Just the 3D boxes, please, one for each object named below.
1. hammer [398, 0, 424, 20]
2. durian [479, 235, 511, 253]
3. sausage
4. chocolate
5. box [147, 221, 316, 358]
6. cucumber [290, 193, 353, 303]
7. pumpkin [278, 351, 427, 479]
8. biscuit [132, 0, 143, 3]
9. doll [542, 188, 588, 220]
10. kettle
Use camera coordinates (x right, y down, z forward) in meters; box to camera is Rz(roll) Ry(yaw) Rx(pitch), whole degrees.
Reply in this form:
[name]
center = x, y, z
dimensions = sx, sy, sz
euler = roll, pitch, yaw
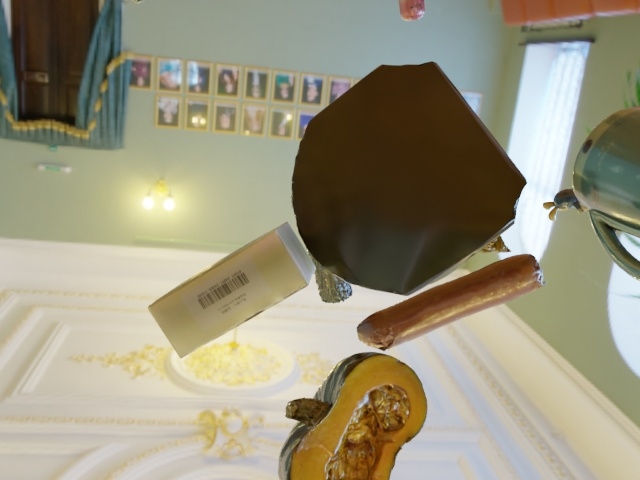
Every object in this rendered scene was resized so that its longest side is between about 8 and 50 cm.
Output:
[hammer]
center = 0.136, -0.377, 0.960
dimensions = 0.043, 0.083, 0.043
euler = -7, -162, 2
[durian]
center = 0.339, -0.063, 1.617
dimensions = 0.196, 0.185, 0.305
euler = -17, -123, -44
[sausage]
center = 0.272, 0.138, 1.362
dimensions = 0.419, 0.094, 0.094
euler = -25, 155, 17
[chocolate]
center = 0.140, -0.077, 1.042
dimensions = 0.314, 0.326, 0.297
euler = 55, -165, 14
[box]
center = -0.122, 0.067, 0.932
dimensions = 0.212, 0.095, 0.168
euler = -31, -175, 5
[cucumber]
center = 0.000, 0.000, 1.637
dimensions = 0.096, 0.359, 0.096
euler = -13, -151, 7
[pumpkin]
center = 0.029, 0.359, 1.190
dimensions = 0.242, 0.325, 0.232
euler = 39, 161, -9
[biscuit]
center = -0.261, -0.467, 0.857
dimensions = 0.147, 0.250, 0.046
euler = -35, -142, -8
[doll]
center = 0.685, -0.110, 1.675
dimensions = 0.179, 0.089, 0.102
euler = -28, -143, 19
[kettle]
center = 0.706, -0.073, 1.280
dimensions = 0.247, 0.319, 0.342
euler = 14, -158, -28
